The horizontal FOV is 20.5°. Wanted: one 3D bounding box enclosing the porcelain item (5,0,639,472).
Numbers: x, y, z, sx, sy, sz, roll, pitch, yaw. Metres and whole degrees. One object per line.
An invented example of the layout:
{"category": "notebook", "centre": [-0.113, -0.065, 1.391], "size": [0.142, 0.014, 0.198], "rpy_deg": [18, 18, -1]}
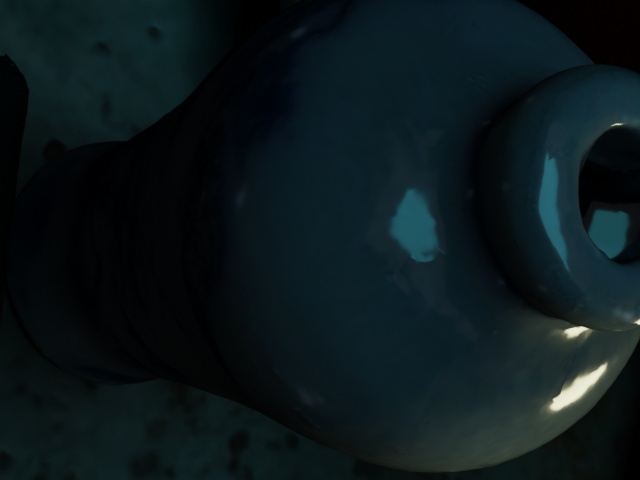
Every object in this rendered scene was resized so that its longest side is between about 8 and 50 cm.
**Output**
{"category": "porcelain item", "centre": [0.000, 0.000, 0.533], "size": [0.141, 0.259, 0.141], "rpy_deg": [5, 81, -35]}

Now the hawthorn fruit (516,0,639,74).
{"category": "hawthorn fruit", "centre": [0.279, -0.136, 0.668], "size": [0.403, 0.403, 0.403], "rpy_deg": [3, 85, -36]}

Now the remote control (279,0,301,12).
{"category": "remote control", "centre": [0.009, -0.144, 0.673], "size": [0.103, 0.051, 0.293], "rpy_deg": [-2, 88, -62]}

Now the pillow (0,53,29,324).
{"category": "pillow", "centre": [-0.136, 0.002, 0.564], "size": [0.090, 0.048, 0.150], "rpy_deg": [10, 78, -28]}
